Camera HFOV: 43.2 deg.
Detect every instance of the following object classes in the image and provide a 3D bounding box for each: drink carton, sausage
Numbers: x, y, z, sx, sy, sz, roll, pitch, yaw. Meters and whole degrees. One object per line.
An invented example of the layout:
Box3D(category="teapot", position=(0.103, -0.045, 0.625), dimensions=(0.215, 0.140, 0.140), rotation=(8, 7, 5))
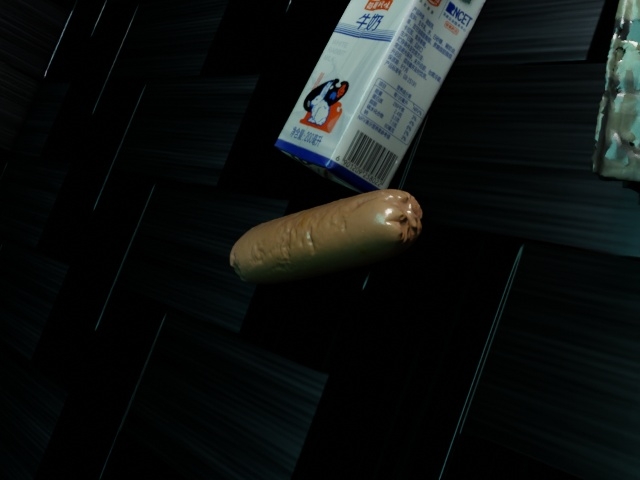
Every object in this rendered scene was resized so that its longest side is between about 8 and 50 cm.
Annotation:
Box3D(category="drink carton", position=(0.078, -0.220, 0.995), dimensions=(0.130, 0.106, 0.315), rotation=(29, 92, 50))
Box3D(category="sausage", position=(0.000, 0.000, 0.979), dimensions=(0.289, 0.086, 0.086), rotation=(-16, 58, 43))

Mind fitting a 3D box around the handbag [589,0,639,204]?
Box3D(category="handbag", position=(0.382, -0.173, 0.598), dimensions=(0.325, 0.162, 0.327), rotation=(15, 89, 54))
